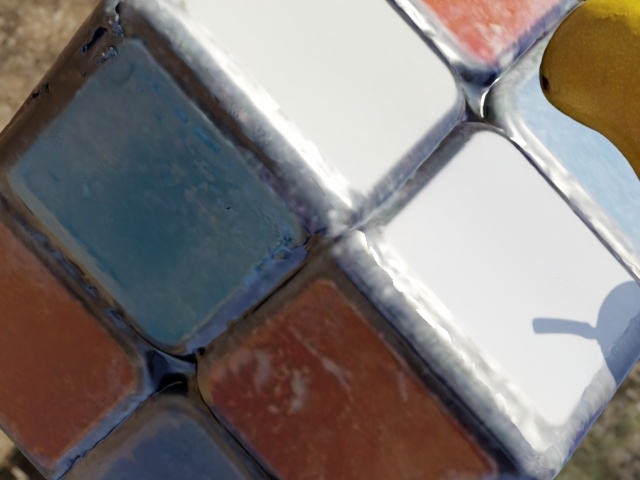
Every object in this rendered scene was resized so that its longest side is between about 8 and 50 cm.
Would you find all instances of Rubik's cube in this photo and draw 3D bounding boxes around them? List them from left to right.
[{"bbox_3d":[0.000,0.000,0.976,0.318,0.313,0.316,-41,-179,41],"label":"Rubik's cube"}]

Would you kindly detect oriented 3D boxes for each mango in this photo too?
[{"bbox_3d":[0.160,-0.035,0.629,0.075,0.190,0.098,11,122,-49],"label":"mango"}]
